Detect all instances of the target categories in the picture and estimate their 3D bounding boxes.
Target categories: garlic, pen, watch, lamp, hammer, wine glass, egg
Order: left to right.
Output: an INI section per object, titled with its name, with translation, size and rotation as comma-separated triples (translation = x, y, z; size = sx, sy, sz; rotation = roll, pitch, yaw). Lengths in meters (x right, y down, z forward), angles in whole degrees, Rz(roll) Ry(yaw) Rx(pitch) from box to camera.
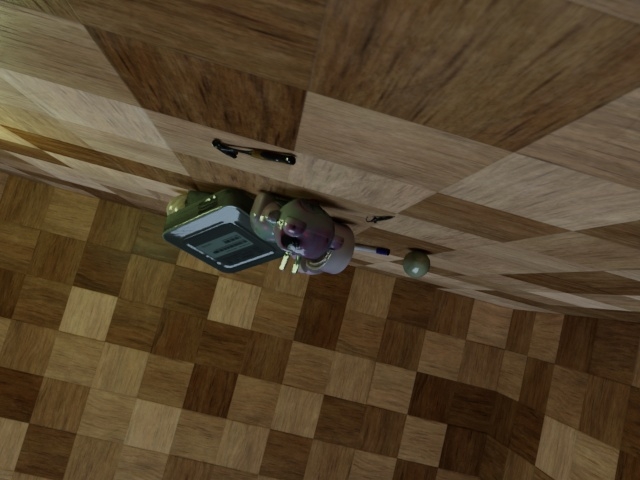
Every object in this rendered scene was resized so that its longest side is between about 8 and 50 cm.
[garlic]
translation = -0.567, -0.122, 2.120
size = 0.227, 0.152, 0.228
rotation = 17, -179, 0
[wine glass]
translation = -0.424, -0.123, 1.923
size = 0.241, 0.126, 0.126
rotation = 14, 174, -15
[hammer]
translation = -0.149, -0.199, 1.107
size = 0.201, 0.021, 0.078
rotation = 13, 174, 19
[lamp]
translation = -0.099, -0.027, 1.548
size = 0.301, 0.247, 0.247
rotation = 19, 176, 45
[watch]
translation = 0.000, 0.000, 1.799
size = 0.196, 0.244, 0.231
rotation = 16, 152, -36
[pen]
translation = 0.209, 0.037, 2.289
size = 0.269, 0.033, 0.033
rotation = 10, 172, 36
[egg]
translation = 0.405, 0.099, 2.015
size = 0.114, 0.114, 0.152
rotation = 14, 168, 6

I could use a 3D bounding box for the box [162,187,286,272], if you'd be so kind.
[box]
translation = -0.350, -0.017, 1.864
size = 0.396, 0.111, 0.396
rotation = -19, 142, 31

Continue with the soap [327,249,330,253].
[soap]
translation = 0.027, 0.020, 2.217
size = 0.192, 0.109, 0.324
rotation = 13, 173, 5

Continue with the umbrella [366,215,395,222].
[umbrella]
translation = 0.189, -0.066, 1.507
size = 0.022, 0.022, 0.149
rotation = -12, -172, -30
